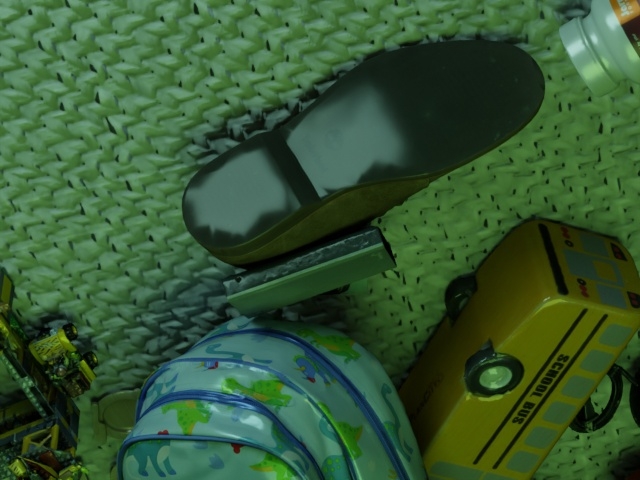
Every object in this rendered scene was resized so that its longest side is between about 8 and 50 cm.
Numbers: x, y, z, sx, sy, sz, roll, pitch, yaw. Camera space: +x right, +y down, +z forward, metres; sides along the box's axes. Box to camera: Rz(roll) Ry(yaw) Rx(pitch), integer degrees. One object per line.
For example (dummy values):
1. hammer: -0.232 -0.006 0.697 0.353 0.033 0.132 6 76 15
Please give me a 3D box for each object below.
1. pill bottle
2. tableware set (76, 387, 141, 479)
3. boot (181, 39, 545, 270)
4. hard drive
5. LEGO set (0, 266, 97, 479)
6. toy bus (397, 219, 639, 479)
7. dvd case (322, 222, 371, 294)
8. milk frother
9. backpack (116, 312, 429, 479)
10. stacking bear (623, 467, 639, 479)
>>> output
1. pill bottle: 0.266 -0.174 1.519 0.152 0.086 0.086 -30 128 17
2. tableware set: -0.214 0.200 1.828 0.168 0.020 0.141 -12 131 4
3. boot: 0.041 -0.065 1.590 0.305 0.112 0.115 -25 155 5
4. hard drive: -0.008 0.026 1.617 0.135 0.022 0.094 -20 166 5
5. LEGO set: -0.354 0.189 1.669 0.331 0.192 0.255 -16 124 7
6. toy bus: 0.152 0.137 1.764 0.130 0.108 0.333 14 128 -21
7. dvd case: 0.000 0.000 1.685 0.087 0.013 0.119 -2 129 -6
8. milk frother: 0.312 0.148 1.756 0.143 0.134 0.129 -37 103 -15
9. backpack: -0.032 0.241 1.689 0.290 0.273 0.356 5 101 34
10. stacking bear: 0.412 0.236 1.860 0.289 0.175 0.164 -25 132 24
